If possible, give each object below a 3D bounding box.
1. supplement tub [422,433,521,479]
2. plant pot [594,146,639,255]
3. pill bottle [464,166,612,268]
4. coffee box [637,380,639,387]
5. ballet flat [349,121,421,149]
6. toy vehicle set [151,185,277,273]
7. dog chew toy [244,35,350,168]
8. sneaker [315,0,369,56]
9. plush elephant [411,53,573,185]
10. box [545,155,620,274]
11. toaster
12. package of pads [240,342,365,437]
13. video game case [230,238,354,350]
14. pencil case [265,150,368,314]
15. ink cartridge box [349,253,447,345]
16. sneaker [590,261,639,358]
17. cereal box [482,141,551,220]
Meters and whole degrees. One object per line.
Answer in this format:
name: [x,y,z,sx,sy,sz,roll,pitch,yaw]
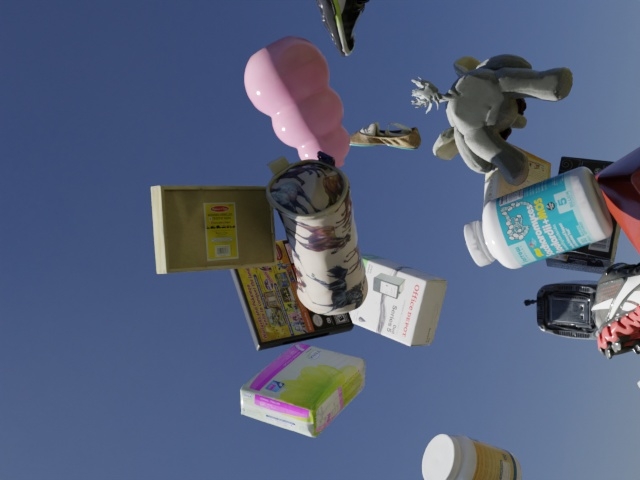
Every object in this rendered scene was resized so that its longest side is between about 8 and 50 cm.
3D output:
supplement tub: [0.355,0.540,2.076,0.200,0.144,0.144,23,-106,-23]
plant pot: [0.705,-0.089,1.687,0.267,0.267,0.236,58,-167,9]
pill bottle: [0.419,-0.034,1.725,0.146,0.264,0.146,45,-147,-41]
coffee box: [0.776,0.242,1.403,0.334,0.337,0.338,-41,-15,0]
ballet flat: [0.172,-0.291,2.410,0.073,0.206,0.067,-73,-16,-61]
toy vehicle set: [-0.203,-0.024,1.738,0.267,0.035,0.165,-2,-91,-41]
dog chew toy: [-0.041,-0.317,2.119,0.206,0.207,0.331,-38,-78,-52]
sneaker: [0.056,-0.429,1.685,0.084,0.097,0.234,63,-178,14]
plush elephant: [0.375,-0.294,2.016,0.255,0.330,0.271,-23,-49,-74]
box: [0.645,-0.058,2.136,0.142,0.163,0.247,45,-123,-65]
toaster: [0.616,0.160,2.100,0.146,0.227,0.129,-7,-84,-52]
package of pads: [-0.035,0.383,2.316,0.296,0.229,0.101,-35,-50,-54]
video game case: [-0.078,0.122,2.179,0.248,0.274,0.035,-10,-29,-22]
pencil case: [0.000,0.000,1.848,0.160,0.183,0.410,-26,-36,-8]
ink cartridge box: [0.206,0.169,2.559,0.115,0.273,0.198,4,-78,-51]
sneaker: [0.504,0.076,1.373,0.276,0.098,0.135,117,143,-56]
cereal box: [0.445,-0.090,2.004,0.173,0.047,0.240,21,-112,-31]
